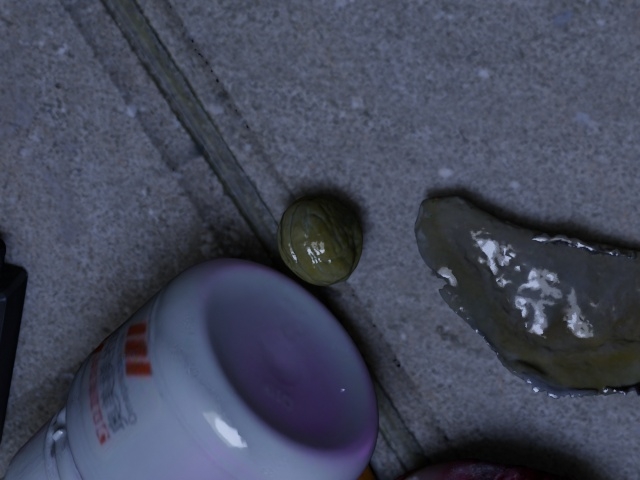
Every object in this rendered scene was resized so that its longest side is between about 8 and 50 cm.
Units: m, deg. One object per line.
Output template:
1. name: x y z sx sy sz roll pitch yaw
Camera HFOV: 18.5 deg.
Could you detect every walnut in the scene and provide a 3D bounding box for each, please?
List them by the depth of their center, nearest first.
1. walnut: 0.000 0.000 1.868 0.092 0.092 0.092 4 111 12

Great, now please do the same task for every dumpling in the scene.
1. dumpling: 0.237 0.073 1.840 0.332 0.086 0.166 15 80 7

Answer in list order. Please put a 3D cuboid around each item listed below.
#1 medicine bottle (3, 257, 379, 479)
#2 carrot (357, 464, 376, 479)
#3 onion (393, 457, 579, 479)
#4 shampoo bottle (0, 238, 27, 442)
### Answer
1. medicine bottle: -0.131 0.196 1.880 0.256 0.256 0.325 46 123 -6
2. carrot: 0.034 0.231 1.975 0.035 0.035 0.142 -22 108 20
3. onion: 0.163 0.357 1.881 0.314 0.232 0.314 2 108 5
4. shampoo bottle: -0.356 0.112 1.995 0.079 0.080 0.246 15 113 6
